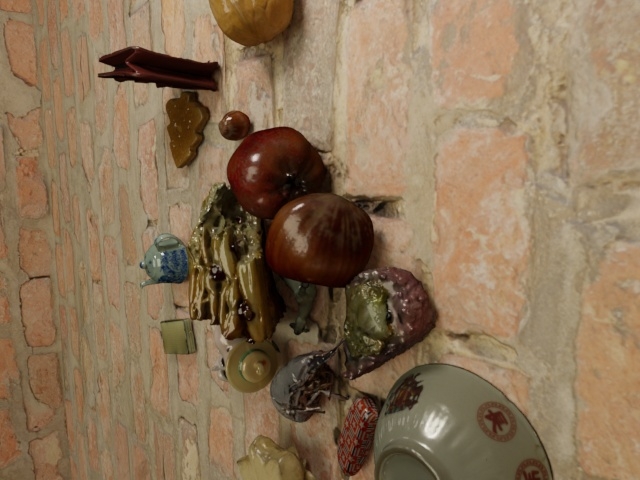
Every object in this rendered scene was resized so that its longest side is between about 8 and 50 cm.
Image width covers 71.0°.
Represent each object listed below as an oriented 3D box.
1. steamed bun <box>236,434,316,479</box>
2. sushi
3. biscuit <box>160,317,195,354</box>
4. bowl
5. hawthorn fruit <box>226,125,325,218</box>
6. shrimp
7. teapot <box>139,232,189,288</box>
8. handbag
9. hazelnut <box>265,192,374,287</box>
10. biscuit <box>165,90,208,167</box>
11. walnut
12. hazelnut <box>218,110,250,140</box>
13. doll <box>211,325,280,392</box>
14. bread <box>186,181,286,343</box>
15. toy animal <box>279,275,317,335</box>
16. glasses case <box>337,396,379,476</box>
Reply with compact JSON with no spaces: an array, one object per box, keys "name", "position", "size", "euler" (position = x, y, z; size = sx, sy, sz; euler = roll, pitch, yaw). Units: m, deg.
[{"name":"steamed bun","position":[-0.086,0.619,1.103],"size":[0.295,0.137,0.292],"euler":[27,118,50]},{"name":"sushi","position":[0.103,0.152,0.876],"size":[0.241,0.107,0.161],"euler":[-50,57,37]},{"name":"biscuit","position":[-0.497,0.333,1.558],"size":[0.199,0.040,0.121],"euler":[-12,88,47]},{"name":"bowl","position":[0.196,0.397,0.770],"size":[0.337,0.157,0.337],"euler":[5,97,45]},{"name":"hawthorn fruit","position":[-0.119,-0.154,0.994],"size":[0.248,0.208,0.208],"euler":[28,114,42]},{"name":"shrimp","position":[-0.021,0.320,1.013],"size":[0.145,0.116,0.343],"euler":[58,137,24]},{"name":"teapot","position":[-0.520,0.069,1.475],"size":[0.159,0.159,0.232],"euler":[49,126,30]},{"name":"handbag","position":[-0.457,-0.475,1.267],"size":[0.275,0.260,0.084],"euler":[18,110,45]},{"name":"hazelnut","position":[0.000,-0.002,0.900],"size":[0.181,0.212,0.181],"euler":[-171,91,-75]},{"name":"biscuit","position":[-0.421,-0.342,1.401],"size":[0.212,0.041,0.239],"euler":[25,112,35]},{"name":"walnut","position":[-0.156,-0.556,1.010],"size":[0.193,0.193,0.226],"euler":[-23,88,45]},{"name":"hazelnut","position":[-0.228,-0.302,1.179],"size":[0.086,0.086,0.086],"euler":[7,99,45]},{"name":"doll","position":[-0.203,0.321,1.176],"size":[0.208,0.144,0.271],"euler":[51,147,31]},{"name":"bread","position":[-0.209,0.050,1.039],"size":[0.314,0.191,0.370],"euler":[81,176,-86]},{"name":"toy animal","position":[-0.058,0.103,1.060],"size":[0.217,0.073,0.176],"euler":[63,148,26]},{"name":"glasses case","position":[0.082,0.416,0.960],"size":[0.073,0.049,0.194],"euler":[-125,44,-55]}]
